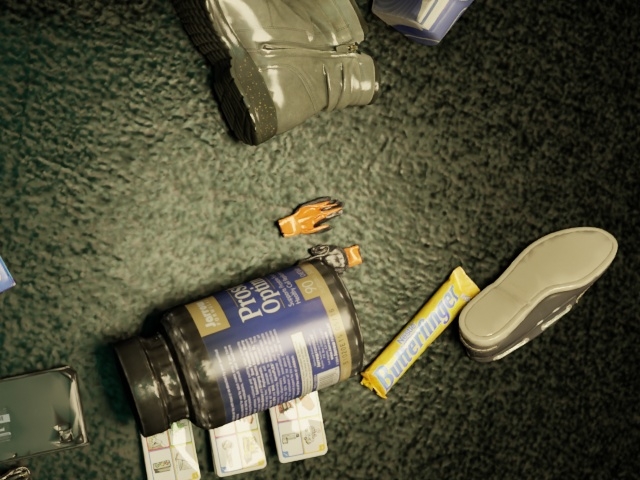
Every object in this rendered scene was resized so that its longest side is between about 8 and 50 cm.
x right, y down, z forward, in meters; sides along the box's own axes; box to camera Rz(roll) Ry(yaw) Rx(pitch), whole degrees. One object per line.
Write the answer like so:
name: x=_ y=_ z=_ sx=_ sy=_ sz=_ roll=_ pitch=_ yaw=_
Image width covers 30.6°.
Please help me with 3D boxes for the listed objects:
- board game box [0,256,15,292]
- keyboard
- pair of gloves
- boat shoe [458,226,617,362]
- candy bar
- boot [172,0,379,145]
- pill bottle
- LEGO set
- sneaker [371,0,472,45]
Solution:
board game box: x=-0.476 y=0.009 z=1.005 sx=0.347 sy=0.078 sz=0.233 roll=-27 pitch=104 yaw=-14
keyboard: x=-0.311 y=0.187 z=1.098 sx=0.180 sy=0.023 sz=0.108 roll=-10 pitch=88 yaw=-15
pair of gloves: x=0.000 y=0.000 z=1.189 sx=0.074 sy=0.010 sz=0.083 roll=-22 pitch=100 yaw=-16
boat shoe: x=0.231 y=0.058 z=1.244 sx=0.206 sy=0.075 sz=0.065 roll=-34 pitch=143 yaw=-18
candy bar: x=0.104 y=0.098 z=1.218 sx=0.161 sy=0.018 sz=0.040 roll=-46 pitch=102 yaw=-11
boot: x=-0.046 y=-0.226 z=1.147 sx=0.161 sy=0.083 sz=0.246 roll=-27 pitch=101 yaw=-23
pill bottle: x=-0.079 y=0.106 z=1.111 sx=0.219 sy=0.123 sz=0.122 roll=-19 pitch=96 yaw=-16
LEGO set: x=-0.072 y=0.275 z=1.167 sx=0.183 sy=0.060 sz=0.244 roll=-11 pitch=85 yaw=-12
sneaker: x=0.205 y=-0.322 z=1.172 sx=0.182 sy=0.127 sz=0.315 roll=25 pitch=98 yaw=-34
